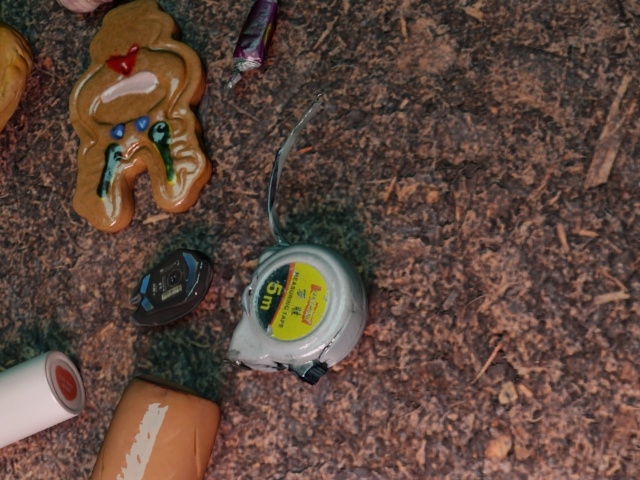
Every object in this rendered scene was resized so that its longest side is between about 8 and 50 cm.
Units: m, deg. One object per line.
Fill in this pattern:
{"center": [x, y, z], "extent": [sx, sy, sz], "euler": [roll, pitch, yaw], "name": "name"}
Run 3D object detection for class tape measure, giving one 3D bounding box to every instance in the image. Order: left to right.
{"center": [-0.001, 0.000, 1.199], "extent": [0.164, 0.084, 0.330], "euler": [12, 77, 22], "name": "tape measure"}

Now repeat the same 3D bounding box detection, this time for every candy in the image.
{"center": [-0.082, -0.271, 1.357], "extent": [0.043, 0.045, 0.175], "euler": [17, 78, 10], "name": "candy"}

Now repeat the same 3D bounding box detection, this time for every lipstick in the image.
{"center": [-0.454, 0.235, 1.285], "extent": [0.327, 0.087, 0.087], "euler": [-24, 64, 12], "name": "lipstick"}

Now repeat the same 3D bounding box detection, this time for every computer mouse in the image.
{"center": [-0.179, 0.062, 1.268], "extent": [0.135, 0.047, 0.079], "euler": [-28, 51, 22], "name": "computer mouse"}

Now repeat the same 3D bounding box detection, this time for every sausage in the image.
{"center": [-0.207, 0.304, 1.147], "extent": [0.121, 0.121, 0.304], "euler": [13, 78, 25], "name": "sausage"}

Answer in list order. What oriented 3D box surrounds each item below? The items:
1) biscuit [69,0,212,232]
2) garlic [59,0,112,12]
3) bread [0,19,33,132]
{"center": [-0.247, -0.177, 1.384], "extent": [0.202, 0.047, 0.333], "euler": [-13, 66, 17], "name": "biscuit"}
{"center": [-0.326, -0.400, 1.465], "extent": [0.159, 0.102, 0.147], "euler": [-33, 58, 8], "name": "garlic"}
{"center": [-0.590, -0.196, 1.471], "extent": [0.337, 0.148, 0.327], "euler": [23, 84, 25], "name": "bread"}
